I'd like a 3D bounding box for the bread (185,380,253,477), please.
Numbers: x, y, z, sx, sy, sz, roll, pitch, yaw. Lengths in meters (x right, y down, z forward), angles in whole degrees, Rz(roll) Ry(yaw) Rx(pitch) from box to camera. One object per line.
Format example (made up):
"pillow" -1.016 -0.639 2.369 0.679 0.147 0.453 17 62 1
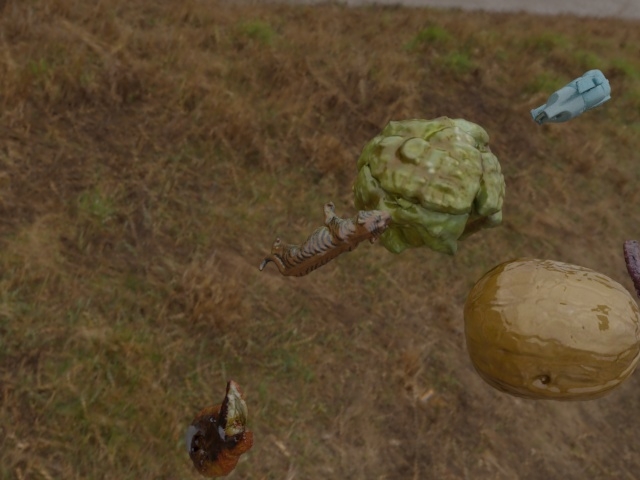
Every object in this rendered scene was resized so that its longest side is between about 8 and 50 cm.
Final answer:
"bread" -0.187 0.375 1.634 0.095 0.269 0.139 -1 61 -36

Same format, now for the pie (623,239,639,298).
"pie" 0.721 0.068 1.915 0.154 0.036 0.155 36 44 -44

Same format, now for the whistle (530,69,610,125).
"whistle" 0.630 -0.350 2.107 0.274 0.186 0.093 -29 87 -31

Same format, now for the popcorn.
"popcorn" 0.204 -0.109 1.720 0.335 0.275 0.279 1 -6 22

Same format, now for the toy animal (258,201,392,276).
"toy animal" 0.000 0.000 1.273 0.057 0.241 0.099 52 23 -24

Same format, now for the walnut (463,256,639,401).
"walnut" 0.292 0.117 1.076 0.225 0.193 0.193 13 30 11
